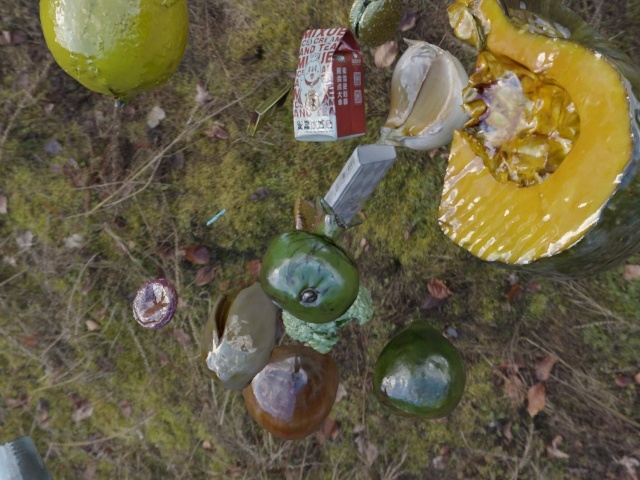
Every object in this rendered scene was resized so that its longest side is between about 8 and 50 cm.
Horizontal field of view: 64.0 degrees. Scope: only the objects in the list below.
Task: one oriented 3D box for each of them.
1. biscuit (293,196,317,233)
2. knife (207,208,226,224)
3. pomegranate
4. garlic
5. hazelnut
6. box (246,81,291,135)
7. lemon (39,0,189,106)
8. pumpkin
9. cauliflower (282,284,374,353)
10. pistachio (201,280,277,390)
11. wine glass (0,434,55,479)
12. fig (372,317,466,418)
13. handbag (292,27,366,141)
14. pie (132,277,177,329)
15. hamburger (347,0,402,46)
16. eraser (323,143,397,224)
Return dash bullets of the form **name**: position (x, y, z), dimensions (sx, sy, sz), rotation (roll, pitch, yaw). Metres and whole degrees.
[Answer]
- **biscuit**: position (0.001, 0.000, 1.356), dimensions (0.031, 0.176, 0.228), rotation (-21, 133, 29)
- **knife**: position (-0.383, -0.084, 1.879), dimensions (0.091, 0.005, 0.014), rotation (-36, 78, 8)
- **pomegranate**: position (-0.002, 0.028, 0.791), dimensions (0.152, 0.131, 0.191), rotation (36, 68, -19)
- **garlic**: position (0.298, -0.402, 1.462), dimensions (0.249, 0.286, 0.313), rotation (23, 90, -2)
- **hazelnut**: position (-0.106, 0.545, 1.886), dimensions (0.365, 0.366, 0.366), rotation (2, 104, 8)
- **box**: position (-0.128, -0.326, 1.271), dimensions (0.023, 0.133, 0.090), rotation (38, 150, 0)
- **lemon**: position (-0.244, -0.273, 0.620), dimensions (0.173, 0.173, 0.206), rotation (31, 114, 0)
- **pumpkin**: position (0.180, -0.096, 0.457), dimensions (0.139, 0.281, 0.190), rotation (2, 136, -33)
- **cauliflower**: position (0.018, 0.207, 1.500), dimensions (0.274, 0.272, 0.251), rotation (2, 115, -11)
- **pistachio**: position (-0.175, 0.215, 1.177), dimensions (0.166, 0.288, 0.197), rotation (-11, 118, 15)
- **wine glass**: position (-0.513, 0.465, 0.905), dimensions (0.103, 0.103, 0.222), rotation (-36, 73, 15)
- **fig**: position (0.206, 0.258, 1.088), dimensions (0.195, 0.245, 0.195), rotation (2, 143, 1)
- **handbag**: position (0.015, -0.427, 1.409), dimensions (0.171, 0.151, 0.298), rotation (9, 112, 40)
- **pie**: position (-0.576, 0.221, 1.790), dimensions (0.182, 0.049, 0.183), rotation (-7, 71, 22)
- **hamburger**: position (0.177, -0.724, 1.644), dimensions (0.122, 0.215, 0.189), rotation (40, 94, 17)
- **eraser**: position (0.107, -0.175, 1.806), dimensions (0.082, 0.213, 0.397), rotation (57, 139, 21)
